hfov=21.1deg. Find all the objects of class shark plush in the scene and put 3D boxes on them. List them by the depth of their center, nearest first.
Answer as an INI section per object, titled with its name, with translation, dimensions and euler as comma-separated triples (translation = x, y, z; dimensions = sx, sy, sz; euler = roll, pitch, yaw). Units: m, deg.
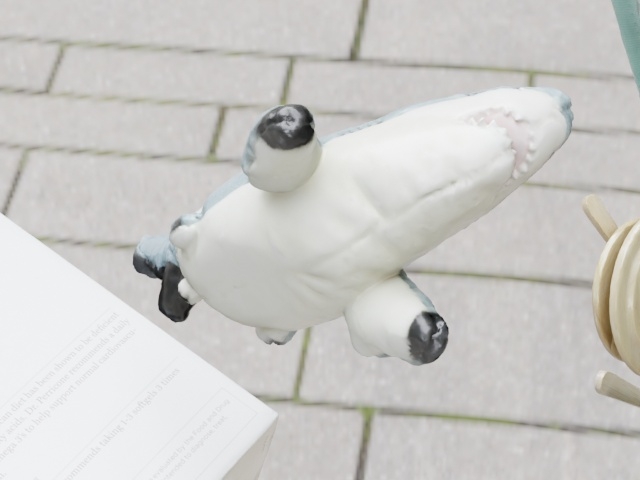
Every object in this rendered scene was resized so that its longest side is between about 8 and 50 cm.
[shark plush]
translation = 0.000, 0.000, 0.473
dimensions = 0.073, 0.161, 0.067
euler = 49, 55, -4

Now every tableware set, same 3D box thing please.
[tableware set]
translation = 0.198, 0.043, 0.912
dimensions = 0.039, 0.194, 0.128
euler = 7, 76, 44

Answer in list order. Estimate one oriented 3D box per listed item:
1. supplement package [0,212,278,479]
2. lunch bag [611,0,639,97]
[supplement package]
translation = -0.123, 0.068, 0.593
dimensions = 0.179, 0.105, 0.105
euler = 35, 52, 13
[lunch bag]
translation = 0.230, -0.084, 0.616
dimensions = 0.223, 0.262, 0.160
euler = -35, 56, 1
